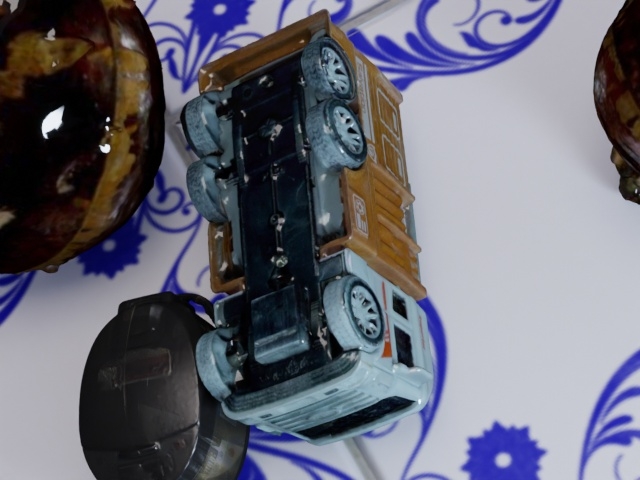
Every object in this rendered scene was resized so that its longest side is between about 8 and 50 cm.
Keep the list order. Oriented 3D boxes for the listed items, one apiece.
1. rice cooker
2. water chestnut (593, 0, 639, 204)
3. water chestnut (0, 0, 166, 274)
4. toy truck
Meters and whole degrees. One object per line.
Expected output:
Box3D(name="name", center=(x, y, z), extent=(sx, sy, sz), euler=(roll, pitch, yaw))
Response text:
Box3D(name="rice cooker", center=(-0.112, 0.121, 1.314), extent=(0.112, 0.106, 0.165), euler=(-13, 53, 23))
Box3D(name="water chestnut", center=(0.297, -0.113, 1.317), extent=(0.223, 0.238, 0.224), euler=(20, 50, -27))
Box3D(name="water chestnut", center=(-0.238, -0.117, 1.428), extent=(0.300, 0.300, 0.300), euler=(-6, 58, 10))
Box3D(name="toy truck", center=(0.000, 0.000, 1.331), extent=(0.136, 0.162, 0.305), euler=(-23, 56, 27))
